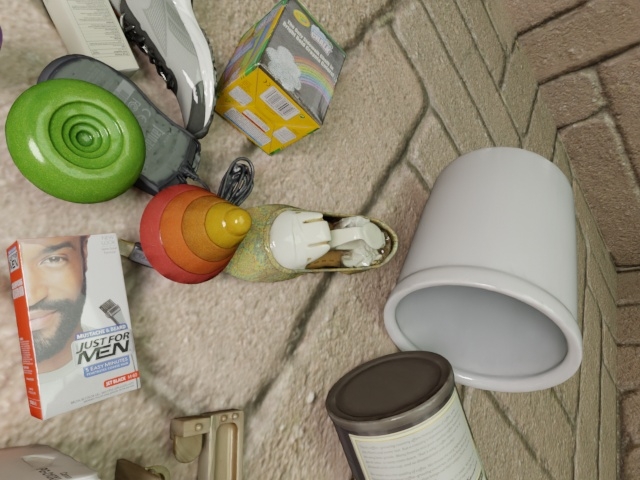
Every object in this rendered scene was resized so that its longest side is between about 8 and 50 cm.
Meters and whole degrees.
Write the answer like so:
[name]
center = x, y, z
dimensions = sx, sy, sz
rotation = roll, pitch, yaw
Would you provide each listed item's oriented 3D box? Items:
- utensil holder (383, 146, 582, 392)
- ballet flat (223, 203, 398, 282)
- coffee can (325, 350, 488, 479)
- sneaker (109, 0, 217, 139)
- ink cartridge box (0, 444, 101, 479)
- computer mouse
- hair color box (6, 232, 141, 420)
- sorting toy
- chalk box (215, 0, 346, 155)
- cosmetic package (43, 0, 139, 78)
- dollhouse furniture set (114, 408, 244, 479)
[utensil holder]
center = 0.334, 0.046, 0.860
dimensions = 0.328, 0.327, 0.386
rotation = 49, 46, -25
[ballet flat]
center = 0.000, 0.000, 0.669
dimensions = 0.348, 0.123, 0.123
rotation = 3, 77, -45
[coffee can]
center = 0.147, 0.345, 0.667
dimensions = 0.201, 0.201, 0.276
rotation = -26, 98, -46
[sneaker]
center = -0.205, -0.263, 0.556
dimensions = 0.107, 0.100, 0.272
rotation = -18, 97, -22
[ink cartridge box]
center = -0.247, 0.286, 0.297
dimensions = 0.100, 0.171, 0.238
rotation = 17, 68, -42
[computer mouse]
center = -0.220, -0.075, 0.512
dimensions = 0.262, 0.060, 0.184
rotation = 32, 74, -34
[hair color box]
center = -0.250, 0.081, 0.435
dimensions = 0.093, 0.053, 0.167
rotation = -8, 84, -47
[sorting toy]
center = -0.192, -0.090, 0.407
dimensions = 0.365, 0.126, 0.127
rotation = 45, 57, -29
[chalk box]
center = -0.057, -0.270, 0.670
dimensions = 0.132, 0.132, 0.213
rotation = 37, 54, -32
[cosmetic package]
center = -0.272, -0.248, 0.505
dimensions = 0.060, 0.041, 0.115
rotation = -29, 101, -46
[dollhouse furniture set]
center = -0.125, 0.271, 0.462
dimensions = 0.151, 0.123, 0.144
rotation = 13, 71, -44
